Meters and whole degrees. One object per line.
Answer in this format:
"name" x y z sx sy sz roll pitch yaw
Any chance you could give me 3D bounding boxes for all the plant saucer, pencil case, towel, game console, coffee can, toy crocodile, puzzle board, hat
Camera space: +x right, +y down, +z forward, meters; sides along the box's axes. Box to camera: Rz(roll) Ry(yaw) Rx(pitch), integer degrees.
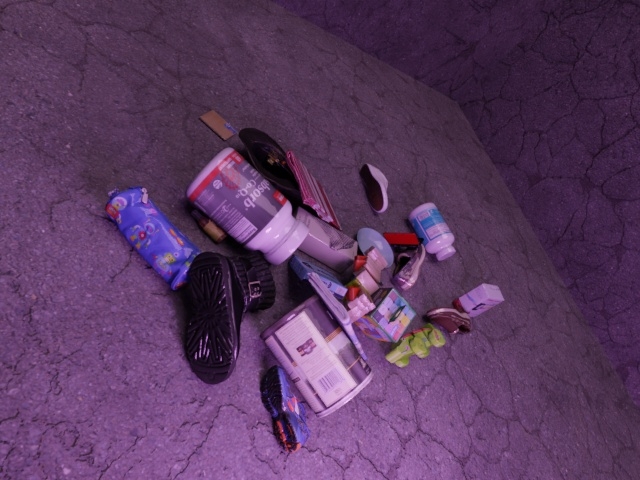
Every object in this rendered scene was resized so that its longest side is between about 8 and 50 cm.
"plant saucer" 0.218 0.037 1.819 0.195 0.037 0.194 24 44 -25
"pencil case" -0.442 -0.015 1.186 0.306 0.133 0.119 48 22 1
"towel" -0.022 -0.175 1.669 0.329 0.037 0.236 42 23 -59
"game console" 0.361 -0.017 1.897 0.124 0.144 0.085 -41 127 -52
"coffee can" -0.011 0.320 1.233 0.275 0.201 0.202 54 39 8
"towel" 0.056 0.231 1.321 0.209 0.034 0.284 49 -10 39
"toy crocodile" 0.344 0.371 1.584 0.341 0.115 0.105 -4 55 -47
"puzzle board" -0.395 -0.447 1.699 0.128 0.011 0.096 42 37 -6
"hat" -0.213 -0.265 1.612 0.331 0.134 0.331 41 24 -22

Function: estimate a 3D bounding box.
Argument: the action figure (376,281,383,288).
"action figure" 0.197 0.178 1.662 0.137 0.063 0.232 -5 57 -41

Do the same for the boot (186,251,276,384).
"boot" -0.228 0.199 1.201 0.260 0.131 0.347 21 67 -67

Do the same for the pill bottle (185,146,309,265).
"pill bottle" -0.223 -0.100 1.388 0.363 0.210 0.210 43 38 -12

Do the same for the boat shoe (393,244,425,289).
"boat shoe" 0.373 0.086 1.870 0.092 0.103 0.285 42 44 -14

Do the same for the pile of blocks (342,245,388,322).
"pile of blocks" 0.127 0.132 1.525 0.112 0.149 0.362 52 32 -14

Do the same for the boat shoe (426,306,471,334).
"boat shoe" 0.544 0.338 1.813 0.258 0.095 0.095 14 55 -35

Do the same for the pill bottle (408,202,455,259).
"pill bottle" 0.539 -0.039 2.092 0.146 0.146 0.263 -3 60 -44

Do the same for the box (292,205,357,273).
"box" 0.000 0.000 1.605 0.275 0.094 0.113 30 41 -20

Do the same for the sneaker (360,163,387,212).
"sneaker" 0.285 -0.246 2.069 0.123 0.106 0.289 14 48 -31

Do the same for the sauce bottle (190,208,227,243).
"sauce bottle" -0.350 -0.046 1.367 0.128 0.042 0.042 45 38 -5

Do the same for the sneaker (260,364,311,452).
"sneaker" -0.091 0.441 1.166 0.087 0.083 0.221 10 55 -54

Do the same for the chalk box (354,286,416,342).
"chalk box" 0.216 0.246 1.457 0.132 0.213 0.132 48 68 -12

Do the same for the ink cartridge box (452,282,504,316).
"ink cartridge box" 0.701 0.269 1.948 0.128 0.175 0.072 12 50 -35

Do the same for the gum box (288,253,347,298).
"gum box" -0.013 0.117 1.454 0.157 0.041 0.184 27 4 -22
